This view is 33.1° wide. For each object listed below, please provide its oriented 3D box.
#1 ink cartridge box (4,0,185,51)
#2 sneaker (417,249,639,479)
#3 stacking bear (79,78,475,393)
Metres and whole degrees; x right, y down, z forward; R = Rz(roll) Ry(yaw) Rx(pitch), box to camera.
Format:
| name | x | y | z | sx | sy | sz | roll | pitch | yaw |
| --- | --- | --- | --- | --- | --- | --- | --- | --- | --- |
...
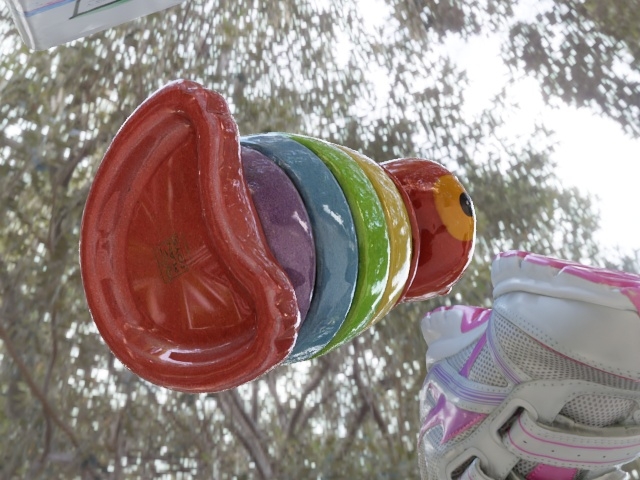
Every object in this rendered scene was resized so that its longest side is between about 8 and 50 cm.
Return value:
| name | x | y | z | sx | sy | sz | roll | pitch | yaw |
| --- | --- | --- | --- | --- | --- | --- | --- | --- | --- |
| ink cartridge box | -0.089 | -0.189 | 0.366 | 0.117 | 0.278 | 0.201 | -21 | -82 | -10 |
| sneaker | 0.107 | 0.077 | 0.482 | 0.103 | 0.252 | 0.111 | 10 | -106 | -4 |
| stacking bear | 0.000 | 0.000 | 0.732 | 0.289 | 0.175 | 0.164 | -7 | -18 | -48 |
